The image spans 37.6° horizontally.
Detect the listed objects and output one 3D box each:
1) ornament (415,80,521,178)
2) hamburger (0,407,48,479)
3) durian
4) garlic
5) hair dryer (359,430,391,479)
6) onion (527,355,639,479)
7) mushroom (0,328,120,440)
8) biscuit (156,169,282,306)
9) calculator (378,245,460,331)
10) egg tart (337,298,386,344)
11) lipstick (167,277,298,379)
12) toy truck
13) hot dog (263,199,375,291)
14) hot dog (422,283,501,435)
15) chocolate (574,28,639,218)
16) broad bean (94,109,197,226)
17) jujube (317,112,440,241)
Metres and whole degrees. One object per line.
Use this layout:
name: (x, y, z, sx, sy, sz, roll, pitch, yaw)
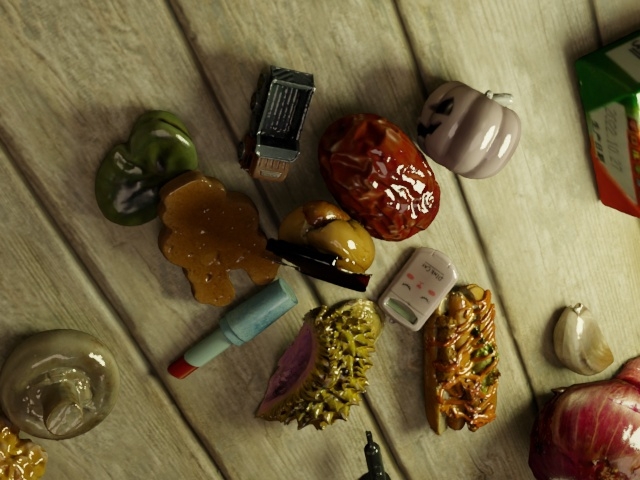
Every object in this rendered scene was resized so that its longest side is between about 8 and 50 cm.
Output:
ornament: (0.256, -0.195, 1.604, 0.177, 0.177, 0.178, -8, 120, -14)
hamburger: (-0.583, 0.372, 1.611, 0.237, 0.237, 0.149, 36, 100, -30)
durian: (0.012, 0.266, 1.774, 0.191, 0.112, 0.341, 18, 126, -14)
garlic: (0.543, 0.218, 1.978, 0.101, 0.087, 0.196, -41, 120, -10)
hair dryer: (0.124, 0.501, 1.927, 0.078, 0.195, 0.248, -19, 120, -8)
onion: (0.637, 0.407, 2.009, 0.348, 0.347, 0.385, 52, 59, -32)
mushroom: (-0.441, 0.261, 1.599, 0.207, 0.215, 0.207, -7, 111, -17)
biscuit: (-0.182, -0.006, 1.618, 0.186, 0.044, 0.295, -28, 134, -6)
calculator: (0.186, 0.094, 1.795, 0.100, 0.032, 0.175, 37, 104, 5)
egg tart: (0.072, 0.172, 1.815, 0.128, 0.049, 0.129, -9, 119, -16)
lipstick: (-0.166, 0.170, 1.729, 0.274, 0.061, 0.068, -36, 139, 10)
toy truck: (-0.073, -0.191, 1.543, 0.083, 0.092, 0.192, 8, 115, -23)
hot dog: (0.006, 0.001, 1.599, 0.194, 0.326, 0.107, 17, 82, 2)
hot dog: (0.289, 0.252, 1.889, 0.158, 0.117, 0.349, -12, 120, -13)
chocolate: (0.680, -0.241, 1.721, 0.360, 0.161, 0.341, -26, 126, -4)
broad bean: (-0.281, -0.115, 1.539, 0.153, 0.072, 0.207, 17, 122, -24)
jujube: (0.102, -0.106, 1.602, 0.174, 0.174, 0.250, -39, 121, 5)
